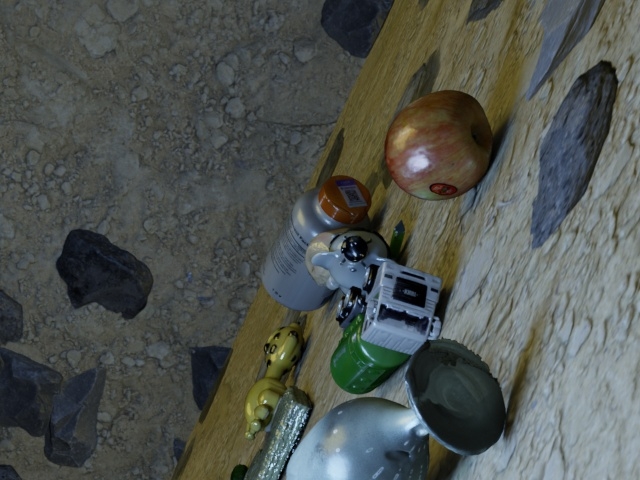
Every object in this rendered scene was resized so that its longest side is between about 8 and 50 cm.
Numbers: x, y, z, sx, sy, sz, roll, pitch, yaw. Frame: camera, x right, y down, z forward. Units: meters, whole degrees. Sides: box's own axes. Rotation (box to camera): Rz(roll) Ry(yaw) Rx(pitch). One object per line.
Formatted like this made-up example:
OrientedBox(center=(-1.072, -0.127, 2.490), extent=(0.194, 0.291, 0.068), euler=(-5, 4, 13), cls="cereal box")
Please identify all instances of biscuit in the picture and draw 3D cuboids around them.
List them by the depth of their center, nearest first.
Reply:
OrientedBox(center=(-0.086, 0.387, 2.125), extent=(0.147, 0.046, 0.249), euler=(-122, 56, -81), cls="biscuit")

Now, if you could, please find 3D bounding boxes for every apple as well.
OrientedBox(center=(0.163, -0.129, 1.576), extent=(0.131, 0.146, 0.146), euler=(-20, 40, 41), cls="apple")

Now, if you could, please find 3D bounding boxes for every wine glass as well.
OrientedBox(center=(0.067, 0.201, 1.165), extent=(0.241, 0.126, 0.126), euler=(-44, 21, 45), cls="wine glass")

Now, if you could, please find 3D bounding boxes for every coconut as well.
OrientedBox(center=(0.037, 0.031, 2.105), extent=(0.110, 0.124, 0.110), euler=(2, 93, 47), cls="coconut")

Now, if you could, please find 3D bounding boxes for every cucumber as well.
OrientedBox(center=(-0.169, 0.494, 2.423), extent=(0.168, 0.039, 0.039), euler=(-94, 29, -78), cls="cucumber")

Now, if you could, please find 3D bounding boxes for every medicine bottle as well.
OrientedBox(center=(0.000, 0.000, 2.279), extent=(0.288, 0.157, 0.157), euler=(121, 169, -45), cls="medicine bottle")

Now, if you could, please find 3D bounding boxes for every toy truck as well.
OrientedBox(center=(0.079, 0.121, 1.564), extent=(0.242, 0.101, 0.125), euler=(122, 165, -63), cls="toy truck")

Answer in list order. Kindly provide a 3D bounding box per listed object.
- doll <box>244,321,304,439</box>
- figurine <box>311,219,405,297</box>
OrientedBox(center=(-0.091, 0.278, 2.354), extent=(0.291, 0.086, 0.117), euler=(-71, 4, -47), cls="doll")
OrientedBox(center=(0.062, 0.037, 1.869), extent=(0.192, 0.147, 0.126), euler=(77, -167, -70), cls="figurine")
